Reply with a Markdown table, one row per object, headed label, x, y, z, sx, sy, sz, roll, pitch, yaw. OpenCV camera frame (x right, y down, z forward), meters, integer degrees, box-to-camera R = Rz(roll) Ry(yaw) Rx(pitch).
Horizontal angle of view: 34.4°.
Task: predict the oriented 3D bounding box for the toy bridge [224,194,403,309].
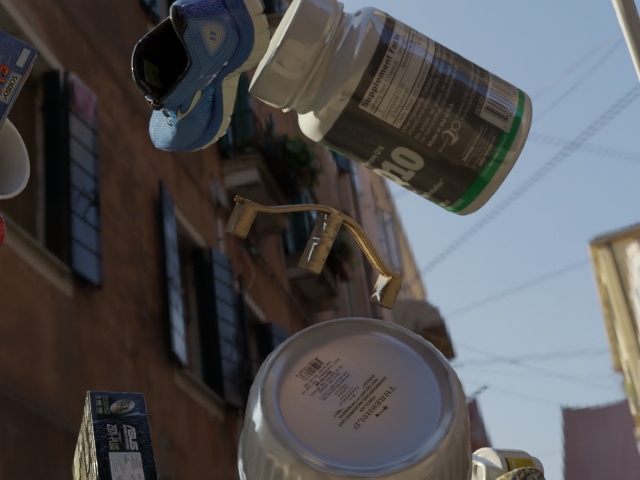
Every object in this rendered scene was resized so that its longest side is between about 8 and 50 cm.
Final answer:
| label | x | y | z | sx | sy | sz | roll | pitch | yaw |
| --- | --- | --- | --- | --- | --- | --- | --- | --- | --- |
| toy bridge | 0.000 | 0.000 | 0.971 | 0.188 | 0.063 | 0.026 | 27 | -7 | -23 |

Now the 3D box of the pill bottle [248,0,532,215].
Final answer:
| label | x | y | z | sx | sy | sz | roll | pitch | yaw |
| --- | --- | --- | --- | --- | --- | --- | --- | --- | --- |
| pill bottle | 0.097 | -0.199 | 1.455 | 0.361 | 0.204 | 0.204 | 27 | -36 | -11 |

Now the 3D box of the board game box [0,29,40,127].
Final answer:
| label | x | y | z | sx | sy | sz | roll | pitch | yaw |
| --- | --- | --- | --- | --- | --- | --- | --- | --- | --- |
| board game box | -0.286 | -0.111 | 0.884 | 0.035 | 0.136 | 0.201 | 27 | 3 | -17 |

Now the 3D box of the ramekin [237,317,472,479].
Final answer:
| label | x | y | z | sx | sy | sz | roll | pitch | yaw |
| --- | --- | --- | --- | --- | --- | --- | --- | --- | --- |
| ramekin | 0.030 | 0.162 | 0.879 | 0.207 | 0.207 | 0.109 | -5 | -44 | -6 |

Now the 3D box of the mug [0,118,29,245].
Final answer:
| label | x | y | z | sx | sy | sz | roll | pitch | yaw |
| --- | --- | --- | --- | --- | --- | --- | --- | --- | --- |
| mug | -0.420 | -0.054 | 1.127 | 0.169 | 0.150 | 0.113 | -21 | -32 | 26 |

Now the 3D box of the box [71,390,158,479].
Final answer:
| label | x | y | z | sx | sy | sz | roll | pitch | yaw |
| --- | --- | --- | --- | --- | --- | --- | --- | --- | --- |
| box | -0.269 | 0.309 | 1.339 | 0.077 | 0.180 | 0.147 | 6 | -59 | -21 |

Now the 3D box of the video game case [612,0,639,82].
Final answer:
| label | x | y | z | sx | sy | sz | roll | pitch | yaw |
| --- | --- | --- | --- | --- | --- | --- | --- | --- | --- |
| video game case | 0.384 | -0.193 | 1.211 | 0.023 | 0.201 | 0.183 | -18 | -11 | 20 |

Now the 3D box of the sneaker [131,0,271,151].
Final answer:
| label | x | y | z | sx | sy | sz | roll | pitch | yaw |
| --- | --- | --- | --- | --- | --- | --- | --- | --- | --- |
| sneaker | -0.184 | -0.218 | 1.336 | 0.147 | 0.130 | 0.330 | -13 | -21 | -26 |

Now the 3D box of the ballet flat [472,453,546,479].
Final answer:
| label | x | y | z | sx | sy | sz | roll | pitch | yaw |
| --- | --- | --- | --- | --- | --- | --- | --- | --- | --- |
| ballet flat | 0.135 | 0.348 | 1.301 | 0.164 | 0.182 | 0.483 | 4 | -17 | -27 |

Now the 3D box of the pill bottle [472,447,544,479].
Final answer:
| label | x | y | z | sx | sy | sz | roll | pitch | yaw |
| --- | --- | --- | --- | --- | --- | --- | --- | --- | --- |
| pill bottle | 0.264 | 0.325 | 1.454 | 0.065 | 0.065 | 0.116 | -30 | -29 | 36 |
